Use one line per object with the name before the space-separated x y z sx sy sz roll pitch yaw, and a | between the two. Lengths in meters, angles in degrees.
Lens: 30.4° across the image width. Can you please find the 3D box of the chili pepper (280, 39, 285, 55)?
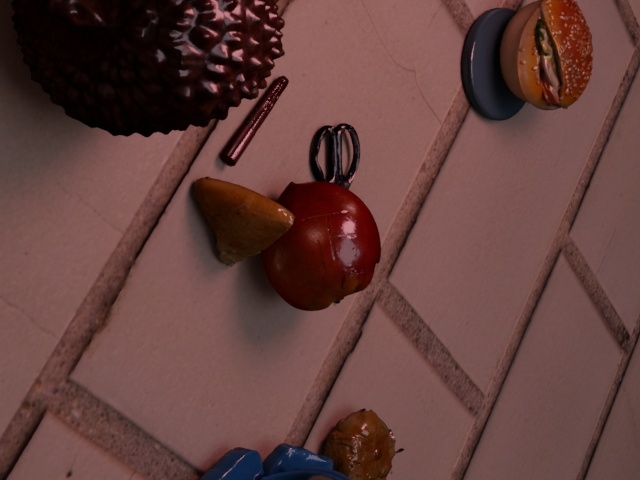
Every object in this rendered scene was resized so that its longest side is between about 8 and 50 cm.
chili pepper | -0.104 -0.346 1.646 0.088 0.059 0.227 -46 142 -34

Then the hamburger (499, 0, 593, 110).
hamburger | 0.438 -0.354 2.226 0.237 0.147 0.237 -9 102 -49

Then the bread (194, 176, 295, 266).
bread | -0.099 -0.024 1.682 0.054 0.136 0.154 -68 146 -45

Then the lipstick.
lipstick | -0.094 -0.182 1.749 0.176 0.027 0.027 -58 136 -29

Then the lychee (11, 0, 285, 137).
lychee | -0.201 -0.268 1.388 0.330 0.306 0.306 -18 110 -62

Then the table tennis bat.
table tennis bat | 0.376 -0.342 2.295 0.329 0.044 0.215 -8 101 -48

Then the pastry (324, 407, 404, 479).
pastry | 0.066 0.361 1.994 0.153 0.081 0.153 -18 116 -40

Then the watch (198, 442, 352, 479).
watch | -0.031 0.435 1.731 0.305 0.274 0.241 -35 122 -37

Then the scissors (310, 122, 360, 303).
scissors | 0.027 -0.041 1.925 0.109 0.022 0.300 -13 107 -46

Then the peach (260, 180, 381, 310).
peach | 0.000 0.000 1.782 0.197 0.197 0.197 -11 105 -50
